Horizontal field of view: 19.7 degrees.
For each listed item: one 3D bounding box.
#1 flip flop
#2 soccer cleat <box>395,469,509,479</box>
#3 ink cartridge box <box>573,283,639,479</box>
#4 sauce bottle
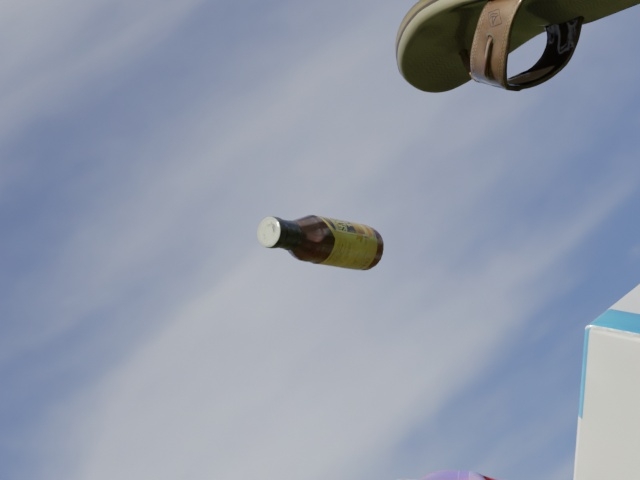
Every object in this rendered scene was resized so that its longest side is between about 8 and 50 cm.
[{"bbox_3d":[0.165,-0.163,1.442,0.112,0.080,0.277,14,-22,-42],"label":"flip flop"},{"bbox_3d":[0.102,0.218,1.437,0.095,0.083,0.248,-15,-5,10],"label":"soccer cleat"},{"bbox_3d":[0.413,0.159,1.967,0.270,0.197,0.198,-28,-55,-57],"label":"ink cartridge box"},{"bbox_3d":[0.000,0.000,1.532,0.042,0.042,0.128,-44,-31,26],"label":"sauce bottle"}]
